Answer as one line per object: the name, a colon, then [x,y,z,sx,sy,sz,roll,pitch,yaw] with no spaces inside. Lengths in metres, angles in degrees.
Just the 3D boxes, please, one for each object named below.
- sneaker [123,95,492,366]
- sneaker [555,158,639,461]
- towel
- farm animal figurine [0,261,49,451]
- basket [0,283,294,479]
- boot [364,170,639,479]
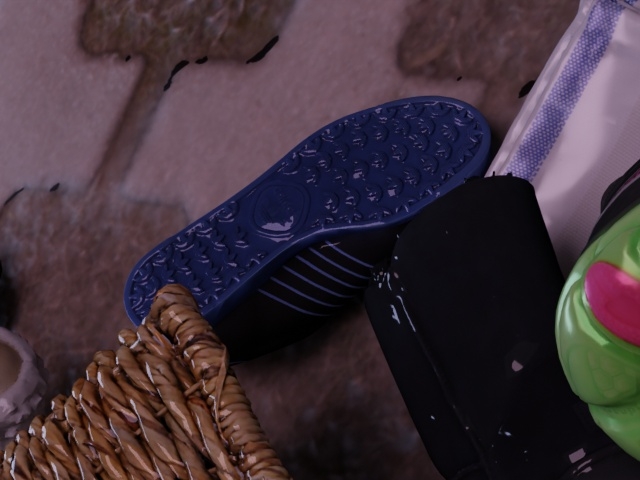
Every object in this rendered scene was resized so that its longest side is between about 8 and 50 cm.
sneaker: [0.000,0.000,1.025,0.232,0.090,0.081,-28,60,4]
sneaker: [0.305,-0.080,0.701,0.482,0.185,0.202,-25,21,13]
towel: [0.195,0.011,0.901,0.285,0.034,0.209,37,102,36]
farm animal figurine: [-0.341,0.105,1.201,0.327,0.172,0.330,-40,50,7]
basket: [-0.031,0.211,0.906,0.223,0.213,0.299,-43,57,17]
boot: [0.081,0.112,0.904,0.207,0.094,0.246,66,146,39]
